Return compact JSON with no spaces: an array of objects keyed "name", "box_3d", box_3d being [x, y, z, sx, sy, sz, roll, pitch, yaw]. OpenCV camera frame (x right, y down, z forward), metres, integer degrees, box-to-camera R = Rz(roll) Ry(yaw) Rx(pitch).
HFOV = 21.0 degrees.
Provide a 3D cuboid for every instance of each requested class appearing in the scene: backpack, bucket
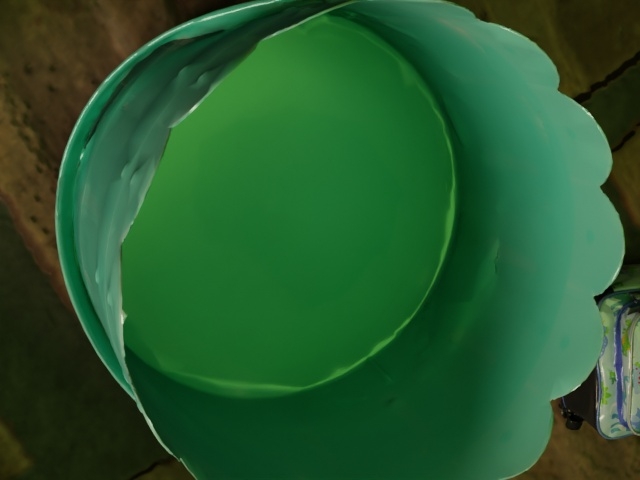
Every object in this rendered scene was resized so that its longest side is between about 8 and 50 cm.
[{"name":"backpack","box_3d":[0.214,0.068,1.062,0.114,0.084,0.105,-10,108,-21]},{"name":"bucket","box_3d":[0.000,0.000,0.912,0.281,0.183,0.281,-5,103,-19]}]
